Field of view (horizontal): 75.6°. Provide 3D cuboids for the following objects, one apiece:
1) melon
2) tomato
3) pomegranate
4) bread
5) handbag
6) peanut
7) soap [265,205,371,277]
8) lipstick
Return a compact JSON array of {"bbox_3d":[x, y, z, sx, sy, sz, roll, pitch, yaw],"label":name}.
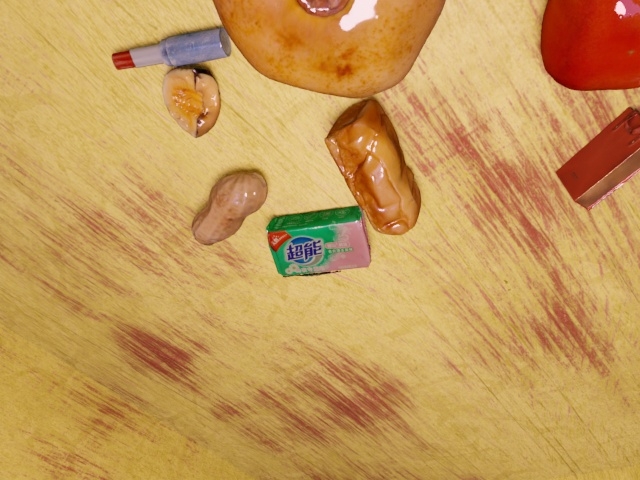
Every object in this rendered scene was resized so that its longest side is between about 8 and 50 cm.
[{"bbox_3d":[-0.296,-0.334,0.948,0.128,0.079,0.160,25,133,14],"label":"melon"},{"bbox_3d":[0.499,-0.361,0.677,0.259,0.180,0.260,12,154,6],"label":"tomato"},{"bbox_3d":[0.021,-0.421,0.620,0.416,0.417,0.417,5,128,7],"label":"pomegranate"},{"bbox_3d":[0.130,-0.156,0.936,0.132,0.167,0.294,-19,121,24],"label":"bread"},{"bbox_3d":[0.601,-0.170,0.859,0.062,0.127,0.190,29,128,-13],"label":"handbag"},{"bbox_3d":[-0.250,-0.082,1.097,0.130,0.130,0.290,37,125,-17],"label":"peanut"},{"bbox_3d":[0.000,-0.001,1.129,0.273,0.098,0.218,-7,119,13],"label":"soap"},{"bbox_3d":[-0.332,-0.407,0.895,0.273,0.068,0.061,-4,127,12],"label":"lipstick"}]
